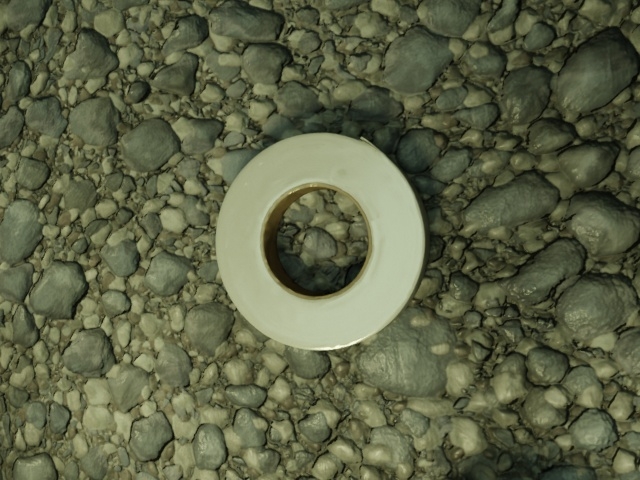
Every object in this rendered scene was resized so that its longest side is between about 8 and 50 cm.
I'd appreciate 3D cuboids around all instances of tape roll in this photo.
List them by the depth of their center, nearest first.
[{"bbox_3d":[0.000,0.000,1.152,0.392,0.072,0.391,0,89,17],"label":"tape roll"}]
